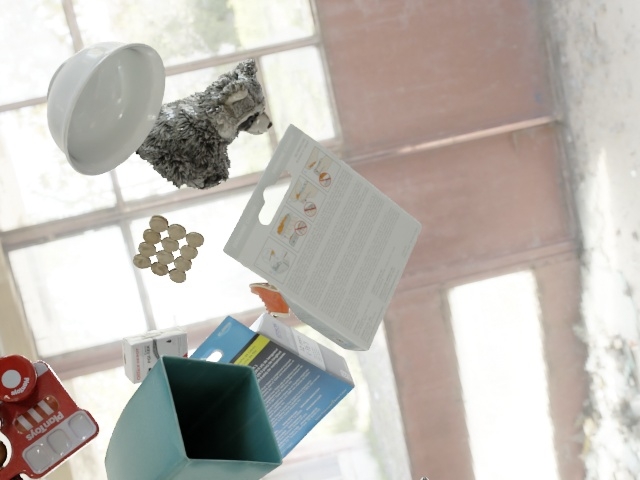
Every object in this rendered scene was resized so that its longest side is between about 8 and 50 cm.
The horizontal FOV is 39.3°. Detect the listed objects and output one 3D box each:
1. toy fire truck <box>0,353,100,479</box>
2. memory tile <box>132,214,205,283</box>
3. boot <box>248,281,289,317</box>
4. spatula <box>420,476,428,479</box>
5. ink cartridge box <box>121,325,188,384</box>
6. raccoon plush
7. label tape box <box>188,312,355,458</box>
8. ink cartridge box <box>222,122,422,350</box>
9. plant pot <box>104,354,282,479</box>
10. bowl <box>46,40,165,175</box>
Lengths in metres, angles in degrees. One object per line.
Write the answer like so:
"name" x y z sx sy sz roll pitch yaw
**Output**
"toy fire truck" -0.654 0.402 1.895 0.254 0.302 0.169 50 160 6
"memory tile" -0.290 0.018 1.708 0.012 0.113 0.148 -80 17 -47
"boot" -0.123 0.142 2.162 0.158 0.059 0.084 8 96 52
"spatula" 0.131 0.422 1.253 0.296 0.030 0.084 -65 -25 -67
"ink cartridge box" -0.369 0.257 2.013 0.056 0.135 0.099 25 121 55
"raccoon plush" -0.338 -0.297 2.072 0.216 0.447 0.299 -102 25 -45
"label tape box" -0.139 0.286 1.880 0.348 0.249 0.115 34 -161 -28
"ink cartridge box" 0.000 0.000 1.807 0.091 0.385 0.308 -9 50 57
"plant pot" -0.207 0.306 1.304 0.234 0.165 0.165 -45 49 30
"bowl" -0.464 -0.292 1.848 0.134 0.298 0.298 31 157 18
